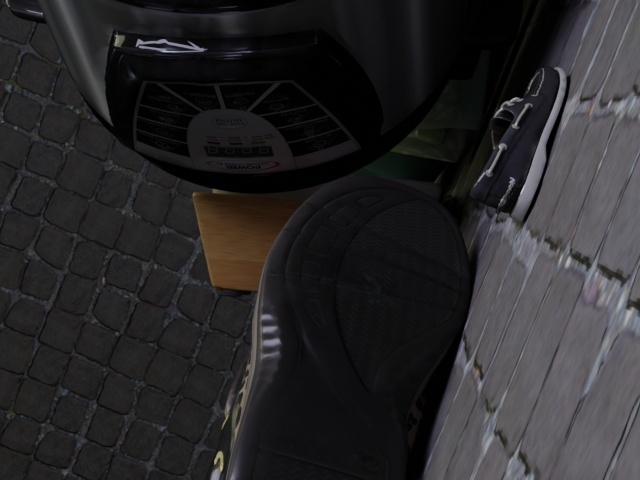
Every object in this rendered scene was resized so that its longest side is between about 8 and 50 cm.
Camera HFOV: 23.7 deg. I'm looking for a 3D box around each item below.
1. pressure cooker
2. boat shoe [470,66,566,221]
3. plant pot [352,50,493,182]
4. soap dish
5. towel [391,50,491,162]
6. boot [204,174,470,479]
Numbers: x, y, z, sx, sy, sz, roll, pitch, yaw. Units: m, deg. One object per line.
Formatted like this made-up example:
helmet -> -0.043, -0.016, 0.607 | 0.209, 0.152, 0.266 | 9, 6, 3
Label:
pressure cooker -> -0.049, -0.243, 1.222 | 0.375, 0.370, 0.420 | -38, -21, -12
boat shoe -> 0.121, -0.065, 0.938 | 0.046, 0.038, 0.125 | 113, 179, -55
plant pot -> 0.029, -0.163, 1.632 | 0.293, 0.293, 0.235 | 113, 171, -73
soap dish -> 0.000, 0.000, 1.434 | 0.291, 0.229, 0.118 | 119, 156, -88
towel -> 0.017, -0.275, 1.455 | 0.090, 0.320, 0.374 | 11, -94, -78
boot -> -0.014, 0.159, 1.043 | 0.377, 0.138, 0.284 | -77, 6, -46
